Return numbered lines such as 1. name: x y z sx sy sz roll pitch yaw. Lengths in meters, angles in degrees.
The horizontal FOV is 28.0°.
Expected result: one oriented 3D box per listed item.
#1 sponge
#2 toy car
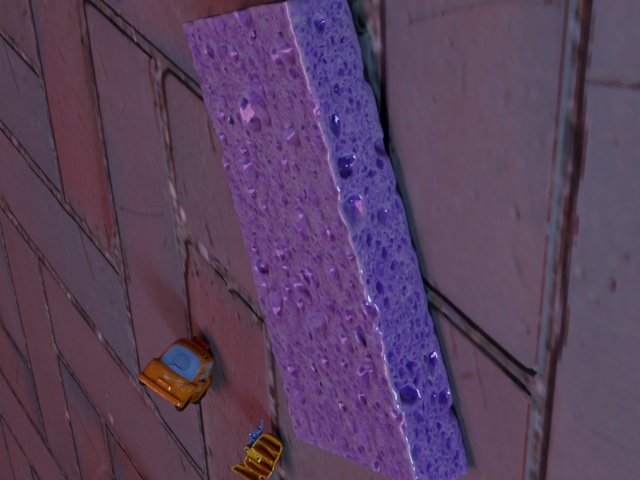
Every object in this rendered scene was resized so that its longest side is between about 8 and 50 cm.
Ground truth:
1. sponge: 0.000 0.000 0.557 0.117 0.031 0.210 11 118 63
2. toy car: -0.056 0.098 0.771 0.122 0.060 0.040 35 97 27
